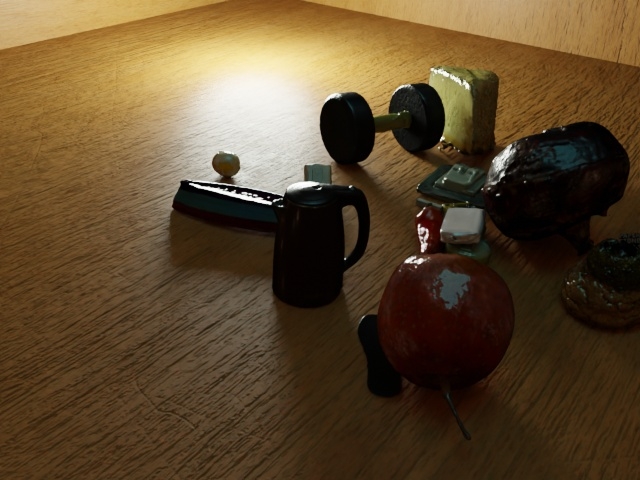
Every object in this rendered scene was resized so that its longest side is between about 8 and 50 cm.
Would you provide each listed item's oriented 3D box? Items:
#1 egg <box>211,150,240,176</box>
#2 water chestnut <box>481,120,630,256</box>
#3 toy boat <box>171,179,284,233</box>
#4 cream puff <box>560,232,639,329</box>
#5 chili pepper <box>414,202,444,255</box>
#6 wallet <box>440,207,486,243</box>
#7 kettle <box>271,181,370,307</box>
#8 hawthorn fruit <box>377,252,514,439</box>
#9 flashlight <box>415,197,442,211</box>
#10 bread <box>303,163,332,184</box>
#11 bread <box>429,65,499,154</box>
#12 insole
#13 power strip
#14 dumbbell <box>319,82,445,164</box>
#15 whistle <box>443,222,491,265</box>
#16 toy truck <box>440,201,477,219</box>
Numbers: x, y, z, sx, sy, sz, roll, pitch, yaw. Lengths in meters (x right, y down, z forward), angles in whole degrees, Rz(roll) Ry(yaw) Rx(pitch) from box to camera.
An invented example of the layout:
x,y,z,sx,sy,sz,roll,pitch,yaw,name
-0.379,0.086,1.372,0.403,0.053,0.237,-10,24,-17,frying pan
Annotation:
x,y,z,sx,sy,sz,roll,pitch,yaw,name
-0.258,-0.209,1.861,0.083,0.071,0.071,14,32,24,egg
0.545,-0.104,1.575,0.350,0.302,0.350,-20,2,1,water chestnut
-0.173,-0.078,1.654,0.392,0.079,0.136,12,30,9,toy boat
0.587,0.066,1.377,0.183,0.169,0.183,1,30,-1,cream puff
0.253,-0.018,1.591,0.071,0.063,0.272,15,32,-1,chili pepper
0.324,-0.036,1.565,0.095,0.033,0.190,1,22,19,wallet
0.000,0.000,1.373,0.202,0.232,0.144,-2,32,-9,kettle
0.200,0.138,1.162,0.235,0.231,0.263,11,25,34,hawthorn fruit
0.284,-0.087,1.754,0.083,0.018,0.018,20,34,27,flashlight
-0.009,-0.113,1.769,0.077,0.105,0.152,3,62,0,bread
0.392,-0.386,2.050,0.279,0.248,0.315,15,19,29,bread
0.112,0.206,1.260,0.080,0.003,0.232,1,31,-2,insole
0.387,-0.166,1.853,0.198,0.064,0.213,17,34,25,power strip
0.180,-0.342,1.998,0.322,0.204,0.204,-14,34,-26,dumbbell
0.347,0.001,1.573,0.104,0.057,0.198,15,34,19,whistle
0.337,-0.067,1.696,0.083,0.049,0.054,-8,31,-20,toy truck
